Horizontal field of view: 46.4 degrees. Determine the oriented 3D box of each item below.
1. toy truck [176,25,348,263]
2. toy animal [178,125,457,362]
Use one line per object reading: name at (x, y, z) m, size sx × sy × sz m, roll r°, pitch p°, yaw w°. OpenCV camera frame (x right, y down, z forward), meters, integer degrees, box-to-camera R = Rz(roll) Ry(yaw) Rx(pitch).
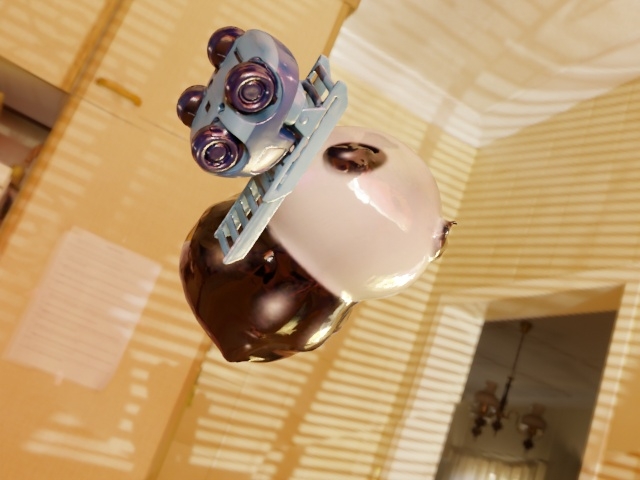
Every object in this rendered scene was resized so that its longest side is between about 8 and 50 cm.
toy truck at (-0.047, -0.050, 0.421) m, size 0.074 × 0.063 × 0.136 m, roll 17°, pitch -57°, yaw -34°
toy animal at (0.000, 0.000, 0.907) m, size 0.251 × 0.250 × 0.310 m, roll 31°, pitch -51°, yaw -30°
